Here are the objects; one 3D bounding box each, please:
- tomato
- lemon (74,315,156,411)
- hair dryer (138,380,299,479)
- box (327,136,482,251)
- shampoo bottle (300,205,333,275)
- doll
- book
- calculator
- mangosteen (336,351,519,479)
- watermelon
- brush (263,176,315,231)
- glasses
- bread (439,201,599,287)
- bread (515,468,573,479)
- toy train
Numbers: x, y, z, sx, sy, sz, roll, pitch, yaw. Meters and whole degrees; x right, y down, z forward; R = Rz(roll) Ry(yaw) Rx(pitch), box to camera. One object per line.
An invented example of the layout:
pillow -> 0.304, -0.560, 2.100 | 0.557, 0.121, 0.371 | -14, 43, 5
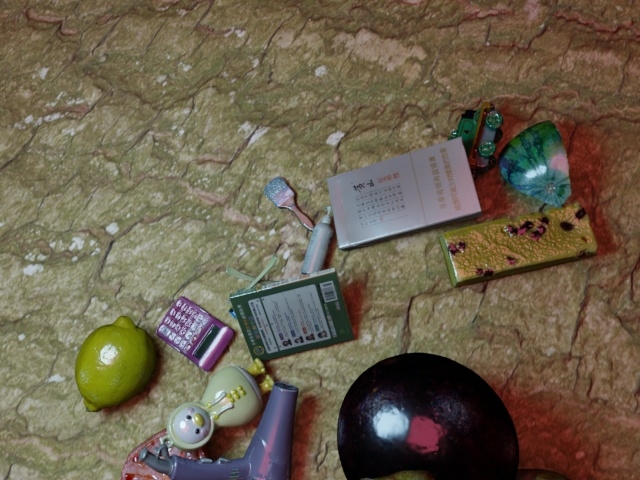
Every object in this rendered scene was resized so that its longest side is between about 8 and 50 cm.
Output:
tomato -> -0.349, 0.559, 1.299 | 0.236, 0.095, 0.237 | -3, 76, 10
lemon -> -0.505, 0.309, 1.344 | 0.184, 0.184, 0.248 | 20, 89, 12
hair dryer -> -0.213, 0.458, 1.193 | 0.361, 0.121, 0.301 | 13, 90, -33
box -> 0.205, -0.113, 1.389 | 0.365, 0.051, 0.205 | -15, 74, 18
shampoo bottle -> 0.000, 0.000, 1.424 | 0.056, 0.056, 0.195 | 14, 78, 11
doll -> -0.237, 0.390, 1.271 | 0.296, 0.117, 0.141 | -29, 84, -41
book -> -0.066, 0.187, 1.335 | 0.264, 0.027, 0.202 | -15, 115, 3
calculator -> -0.327, 0.238, 1.416 | 0.190, 0.034, 0.127 | 30, 82, 20
mangosteen -> 0.196, 0.441, 1.089 | 0.382, 0.382, 0.435 | 22, 43, 13
watermelon -> 0.526, -0.192, 1.362 | 0.146, 0.128, 0.231 | -9, 48, 12
brush -> -0.075, -0.090, 1.480 | 0.070, 0.021, 0.196 | -40, 76, -5
glasses -> -0.134, 0.106, 1.371 | 0.239, 0.207, 0.102 | -10, 33, 3
bread -> 0.488, 0.008, 1.346 | 0.361, 0.077, 0.138 | -13, 74, 4
bread -> 0.468, 0.593, 1.089 | 0.250, 0.279, 0.225 | 35, 66, 6
toy train -> 0.400, -0.262, 1.428 | 0.136, 0.091, 0.228 | 11, 76, 21
